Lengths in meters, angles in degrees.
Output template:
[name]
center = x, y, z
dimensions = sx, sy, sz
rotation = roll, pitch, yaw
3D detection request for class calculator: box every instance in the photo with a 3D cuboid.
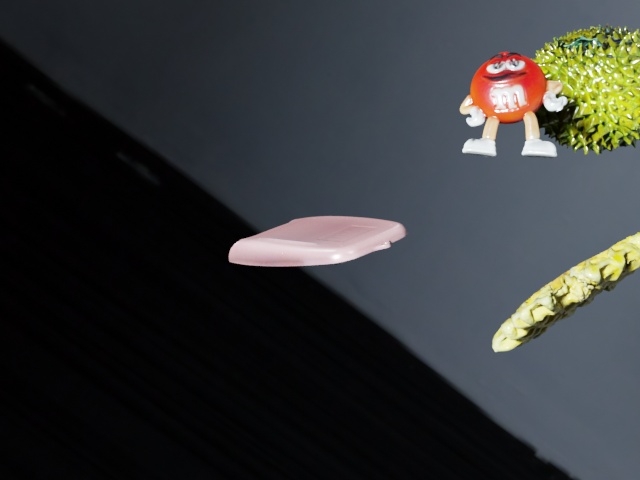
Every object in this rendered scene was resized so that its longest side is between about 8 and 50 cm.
[calculator]
center = 0.000, 0.000, 1.910
dimensions = 0.329, 0.048, 0.220
rotation = 2, 17, 45

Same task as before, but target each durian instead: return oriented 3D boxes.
[durian]
center = 0.509, -0.292, 2.019
dimensions = 0.291, 0.225, 0.291
rotation = -16, 48, 19

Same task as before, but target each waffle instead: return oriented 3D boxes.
[waffle]
center = 0.380, 0.081, 1.654
dimensions = 0.261, 0.056, 0.250
rotation = -26, -15, -34

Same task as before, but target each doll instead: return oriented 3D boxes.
[doll]
center = 0.331, -0.242, 1.869
dimensions = 0.085, 0.183, 0.217
rotation = 66, -151, -61
